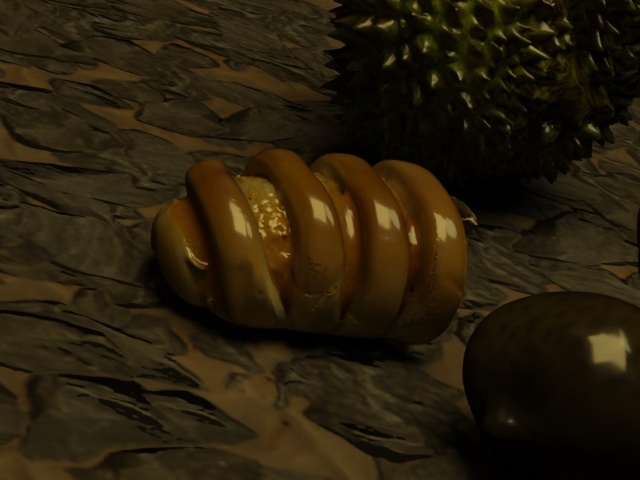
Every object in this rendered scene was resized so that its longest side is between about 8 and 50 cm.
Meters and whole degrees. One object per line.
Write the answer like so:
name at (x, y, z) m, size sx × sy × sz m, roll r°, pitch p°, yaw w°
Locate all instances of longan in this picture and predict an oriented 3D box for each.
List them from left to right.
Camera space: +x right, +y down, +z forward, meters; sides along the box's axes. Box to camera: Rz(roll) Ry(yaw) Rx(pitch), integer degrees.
longan at (0.118, 0.071, 0.700) m, size 0.113 × 0.092 × 0.113 m, roll 11°, pitch 36°, yaw -8°

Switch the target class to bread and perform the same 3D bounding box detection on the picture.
bread at (0.000, 0.000, 0.790) m, size 0.177 × 0.084 × 0.119 m, roll 4°, pitch 26°, yaw -22°

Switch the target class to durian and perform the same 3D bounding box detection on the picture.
durian at (0.124, -0.159, 1.021) m, size 0.224 × 0.291 × 0.291 m, roll 17°, pitch 22°, yaw 7°

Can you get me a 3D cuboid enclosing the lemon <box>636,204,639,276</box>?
lemon at (0.286, 0.017, 0.733) m, size 0.267 × 0.267 × 0.267 m, roll 15°, pitch 23°, yaw -7°
